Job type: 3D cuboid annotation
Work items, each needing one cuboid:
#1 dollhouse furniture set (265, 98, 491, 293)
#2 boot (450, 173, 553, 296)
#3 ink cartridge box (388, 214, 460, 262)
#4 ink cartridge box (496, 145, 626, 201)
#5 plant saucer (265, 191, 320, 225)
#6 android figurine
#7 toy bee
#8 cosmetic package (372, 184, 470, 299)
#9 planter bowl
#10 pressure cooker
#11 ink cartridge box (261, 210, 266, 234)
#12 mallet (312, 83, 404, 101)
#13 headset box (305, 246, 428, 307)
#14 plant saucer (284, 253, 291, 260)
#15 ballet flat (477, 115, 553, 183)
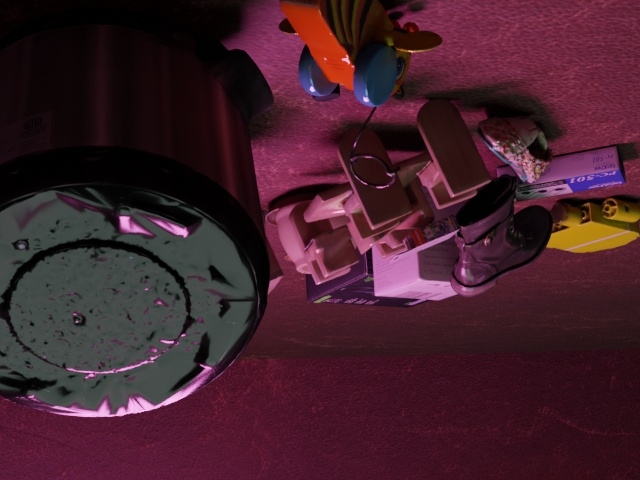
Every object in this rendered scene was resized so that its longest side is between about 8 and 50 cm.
[{"bbox_3d":[-0.007,-0.088,1.662,0.394,0.257,0.362,-22,171,-18],"label":"dollhouse furniture set"},{"bbox_3d":[0.317,-0.031,1.827,0.263,0.091,0.229,-39,150,-23],"label":"boot"},{"bbox_3d":[0.158,-0.002,1.676,0.115,0.029,0.063,-22,171,-11],"label":"ink cartridge box"},{"bbox_3d":[0.422,-0.114,1.866,0.207,0.046,0.097,-10,165,21],"label":"ink cartridge box"},{"bbox_3d":[-0.020,-0.058,1.993,0.168,0.029,0.168,-3,164,-1],"label":"plant saucer"},{"bbox_3d":[0.544,-0.028,2.197,0.272,0.056,0.248,8,161,-36],"label":"android figurine"},{"bbox_3d":[0.044,-0.224,1.234,0.195,0.162,0.298,25,155,11],"label":"toy bee"},{"bbox_3d":[0.196,0.006,1.984,0.151,0.184,0.151,5,164,-29],"label":"cosmetic package"},{"bbox_3d":[0.000,0.000,1.949,0.162,0.109,0.162,-3,165,-1],"label":"planter bowl"},{"bbox_3d":[-0.247,-0.061,1.229,0.369,0.420,0.376,8,128,-18],"label":"pressure cooker"},{"bbox_3d":[-0.189,0.006,1.950,0.086,0.153,0.208,-15,163,32],"label":"ink cartridge box"},{"bbox_3d":[0.052,-0.200,1.420,0.039,0.062,0.189,-15,162,39],"label":"mallet"},{"bbox_3d":[0.129,0.047,2.224,0.283,0.131,0.246,6,162,-30],"label":"headset box"},{"bbox_3d":[-0.038,0.029,2.335,0.083,0.015,0.083,-3,165,-1],"label":"plant saucer"},{"bbox_3d":[0.307,-0.155,1.660,0.077,0.091,0.241,-40,159,12],"label":"ballet flat"}]
